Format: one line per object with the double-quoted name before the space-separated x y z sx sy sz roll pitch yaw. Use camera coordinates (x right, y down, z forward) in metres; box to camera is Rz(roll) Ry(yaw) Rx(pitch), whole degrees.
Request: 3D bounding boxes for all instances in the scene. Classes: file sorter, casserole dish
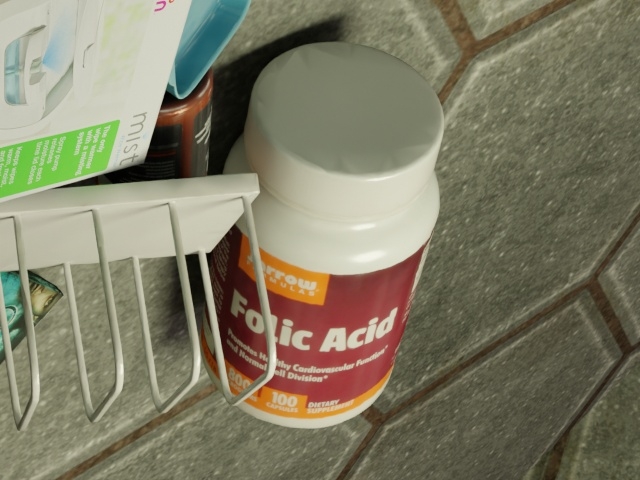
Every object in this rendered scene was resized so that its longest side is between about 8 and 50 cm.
"file sorter" -0.197 0.060 1.382 0.278 0.173 0.193 -5 165 -18
"casserole dish" -0.104 -0.204 1.380 0.114 0.037 0.188 92 21 -46

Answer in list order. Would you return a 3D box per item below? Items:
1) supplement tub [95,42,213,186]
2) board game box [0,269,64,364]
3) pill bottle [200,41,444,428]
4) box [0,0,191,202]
"supplement tub" -0.154 -0.087 1.476 0.106 0.106 0.198 -29 149 -28
"board game box" -0.341 0.098 1.537 0.186 0.026 0.126 -47 154 4
"pill bottle" 0.000 0.000 1.686 0.224 0.224 0.392 -28 149 -30
"box" -0.228 -0.168 1.235 0.231 0.127 0.262 -17 142 -40
